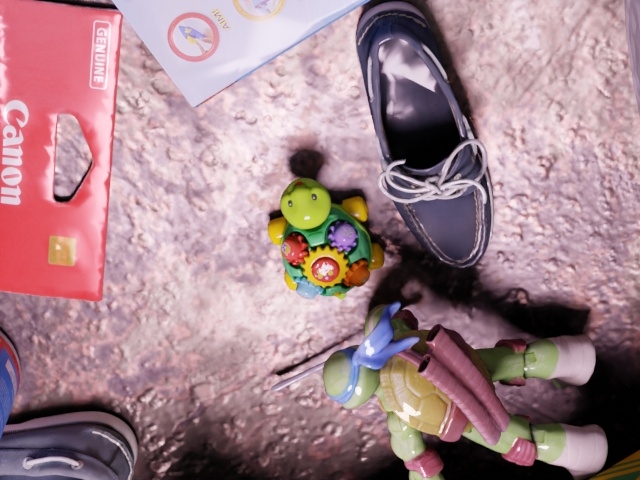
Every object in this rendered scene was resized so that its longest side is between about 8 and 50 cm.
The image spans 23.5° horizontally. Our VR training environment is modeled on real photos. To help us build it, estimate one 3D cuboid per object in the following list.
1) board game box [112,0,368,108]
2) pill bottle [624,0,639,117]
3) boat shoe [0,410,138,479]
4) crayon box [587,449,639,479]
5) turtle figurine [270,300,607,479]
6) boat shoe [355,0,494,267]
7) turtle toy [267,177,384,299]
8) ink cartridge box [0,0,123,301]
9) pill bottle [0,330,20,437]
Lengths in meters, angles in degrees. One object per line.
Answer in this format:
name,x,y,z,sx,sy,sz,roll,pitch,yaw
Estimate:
board game box,-0.061,-0.309,1.199,0.302,0.086,0.308,-29,113,15
pill bottle,0.405,-0.156,1.223,0.302,0.169,0.169,-10,117,7
boat shoe,-0.334,0.247,1.483,0.320,0.099,0.116,-14,117,8
crayon box,0.323,0.277,1.348,0.318,0.081,0.202,-35,106,15
turtle figurine,0.103,0.157,1.393,0.266,0.198,0.274,6,122,-19
boat shoe,0.093,-0.078,1.318,0.095,0.079,0.254,-12,116,7
turtle toy,0.000,0.000,1.368,0.095,0.066,0.130,-16,116,9
ink cartridge box,-0.314,-0.072,1.338,0.261,0.066,0.296,7,117,-1
pill bottle,-0.347,0.168,1.374,0.124,0.221,0.124,0,117,0
